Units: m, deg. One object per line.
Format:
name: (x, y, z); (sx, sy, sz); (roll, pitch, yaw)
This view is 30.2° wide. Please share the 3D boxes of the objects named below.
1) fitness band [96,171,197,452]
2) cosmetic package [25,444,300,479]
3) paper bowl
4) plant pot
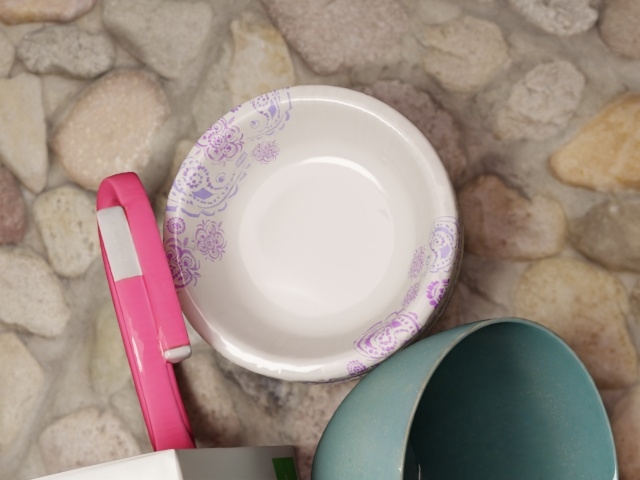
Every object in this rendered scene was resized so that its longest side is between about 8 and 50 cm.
fitness band: (-0.171, 0.072, 1.158); (0.054, 0.209, 0.290); (-13, 70, -12)
cosmetic package: (-0.118, 0.287, 1.033); (0.155, 0.365, 0.196); (-14, 79, 9)
paper bowl: (0.000, 0.000, 1.167); (0.284, 0.148, 0.284); (-2, 80, 11)
plant pot: (0.104, 0.219, 1.070); (0.195, 0.290, 0.290); (-9, 77, 47)
